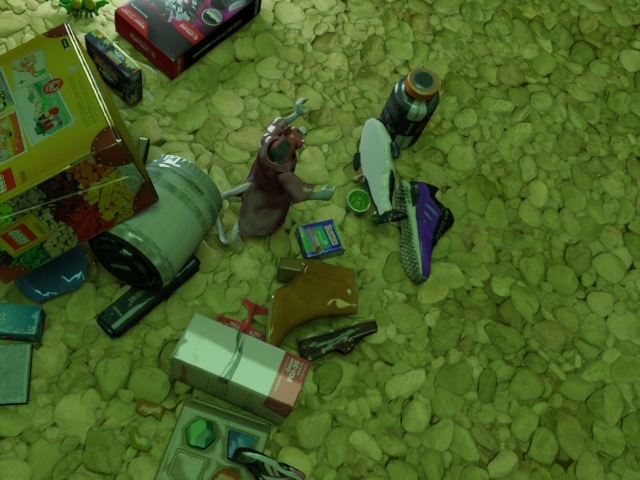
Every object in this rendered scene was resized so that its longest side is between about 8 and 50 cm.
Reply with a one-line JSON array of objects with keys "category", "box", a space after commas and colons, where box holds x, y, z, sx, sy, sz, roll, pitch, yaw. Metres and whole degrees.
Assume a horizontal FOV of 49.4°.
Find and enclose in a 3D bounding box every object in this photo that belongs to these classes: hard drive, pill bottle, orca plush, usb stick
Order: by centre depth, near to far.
[{"category": "hard drive", "box": [-0.696, 0.299, 1.551, 0.094, 0.022, 0.135, 0, 67, -12]}, {"category": "usb stick", "box": [-0.409, 0.122, 1.671, 0.077, 0.045, 0.278, 43, 67, 10]}, {"category": "orca plush", "box": [0.184, -0.182, 1.847, 0.102, 0.151, 0.287, 6, 57, -46]}, {"category": "pill bottle", "box": [0.245, -0.365, 1.901, 0.130, 0.246, 0.130, 4, 67, -9]}]

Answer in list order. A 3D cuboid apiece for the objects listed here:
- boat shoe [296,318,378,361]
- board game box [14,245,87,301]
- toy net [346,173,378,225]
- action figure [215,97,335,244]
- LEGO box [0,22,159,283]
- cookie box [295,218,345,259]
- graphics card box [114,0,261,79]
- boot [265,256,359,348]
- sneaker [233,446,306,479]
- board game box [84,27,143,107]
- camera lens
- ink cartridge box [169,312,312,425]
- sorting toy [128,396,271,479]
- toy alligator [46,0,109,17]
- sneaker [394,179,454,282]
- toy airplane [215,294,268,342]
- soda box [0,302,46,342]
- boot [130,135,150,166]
[{"category": "boat shoe", "box": [0.047, 0.248, 1.697, 0.207, 0.073, 0.073, -15, 67, -9]}, {"category": "board game box", "box": [-0.639, 0.072, 1.656, 0.168, 0.033, 0.133, -22, 78, -14]}, {"category": "toy net", "box": [0.149, -0.160, 1.905, 0.122, 0.045, 0.232, 19, 65, -3]}, {"category": "action figure", "box": [-0.125, -0.177, 1.676, 0.275, 0.370, 0.248, -16, 72, -19]}, {"category": "LEGO box", "box": [-0.629, -0.213, 1.545, 0.372, 0.193, 0.500, -29, 53, -5]}, {"category": "cookie box", "box": [0.000, 0.000, 1.809, 0.107, 0.040, 0.092, -13, 70, -17]}, {"category": "graphics card box", "box": [-0.371, -0.652, 1.985, 0.233, 0.094, 0.371, 42, 65, 8]}, {"category": "boot", "box": [-0.016, 0.162, 1.678, 0.211, 0.104, 0.295, 11, 49, 0]}, {"category": "sneaker", "box": [-0.117, 0.517, 1.531, 0.178, 0.072, 0.077, 31, 73, -18]}, {"category": "board game box", "box": [-0.545, -0.453, 1.838, 0.170, 0.141, 0.048, 43, 66, 9]}, {"category": "camera lens", "box": [-0.383, -0.037, 1.622, 0.219, 0.219, 0.274, 31, 58, 3]}, {"category": "ink cartridge box", "box": [-0.182, 0.291, 1.555, 0.283, 0.207, 0.117, 24, 64, -1]}, {"category": "sorting toy", "box": [-0.285, 0.472, 1.549, 0.307, 0.041, 0.229, 20, 65, -3]}, {"category": "toy alligator", "box": [-0.687, -0.650, 1.945, 0.189, 0.056, 0.051, -2, 108, -12]}, {"category": "sneaker", "box": [0.289, -0.031, 1.846, 0.146, 0.102, 0.293, 1, 67, -12]}, {"category": "toy airplane", "box": [-0.179, 0.201, 1.694, 0.151, 0.028, 0.151, 5, 67, -11]}, {"category": "soda box", "box": [-0.737, 0.181, 1.568, 0.210, 0.067, 0.071, 6, 66, -9]}, {"category": "boot", "box": [-0.585, -0.187, 1.752, 0.269, 0.089, 0.236, 9, 58, -6]}]
